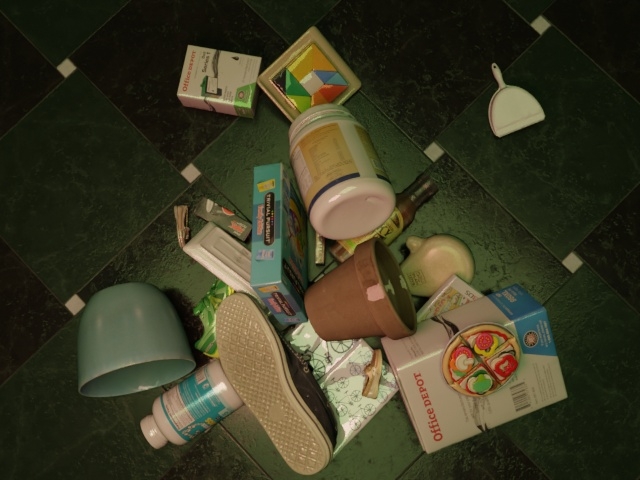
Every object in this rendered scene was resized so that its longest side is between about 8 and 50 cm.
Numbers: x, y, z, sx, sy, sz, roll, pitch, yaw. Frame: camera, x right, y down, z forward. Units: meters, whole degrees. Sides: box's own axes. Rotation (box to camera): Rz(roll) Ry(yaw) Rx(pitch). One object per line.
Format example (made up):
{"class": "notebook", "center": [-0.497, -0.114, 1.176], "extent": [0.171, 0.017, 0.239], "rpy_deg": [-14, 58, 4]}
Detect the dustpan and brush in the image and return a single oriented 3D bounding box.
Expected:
{"class": "dustpan and brush", "center": [0.538, -0.417, 1.788], "extent": [0.147, 0.060, 0.211], "rpy_deg": [-21, 89, 12]}

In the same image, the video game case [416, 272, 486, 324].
{"class": "video game case", "center": [0.350, 0.223, 1.647], "extent": [0.206, 0.026, 0.227], "rpy_deg": [34, 105, -23]}

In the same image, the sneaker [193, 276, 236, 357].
{"class": "sneaker", "center": [-0.287, 0.170, 1.704], "extent": [0.124, 0.109, 0.295], "rpy_deg": [7, 79, 7]}

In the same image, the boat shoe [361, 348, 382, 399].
{"class": "boat shoe", "center": [0.138, 0.357, 1.666], "extent": [0.045, 0.050, 0.135], "rpy_deg": [8, 85, -6]}

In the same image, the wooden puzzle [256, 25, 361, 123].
{"class": "wooden puzzle", "center": [-0.027, -0.451, 1.768], "extent": [0.238, 0.044, 0.221], "rpy_deg": [-45, 107, -5]}

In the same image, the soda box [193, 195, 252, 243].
{"class": "soda box", "center": [-0.272, -0.059, 1.761], "extent": [0.169, 0.053, 0.060], "rpy_deg": [29, 85, 4]}

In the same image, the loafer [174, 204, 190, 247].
{"class": "loafer", "center": [-0.390, -0.042, 1.768], "extent": [0.039, 0.045, 0.125], "rpy_deg": [-9, 80, -6]}

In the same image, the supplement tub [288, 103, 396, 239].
{"class": "supplement tub", "center": [0.046, -0.184, 1.640], "extent": [0.228, 0.228, 0.316], "rpy_deg": [-19, 57, -1]}

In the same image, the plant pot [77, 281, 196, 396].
{"class": "plant pot", "center": [-0.496, 0.250, 1.624], "extent": [0.293, 0.293, 0.235], "rpy_deg": [-18, 68, -1]}

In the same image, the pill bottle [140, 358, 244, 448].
{"class": "pill bottle", "center": [-0.342, 0.444, 1.656], "extent": [0.264, 0.146, 0.146], "rpy_deg": [-33, 83, -2]}

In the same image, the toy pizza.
{"class": "toy pizza", "center": [0.383, 0.287, 1.466], "extent": [0.201, 0.032, 0.201], "rpy_deg": [-3, 109, -8]}

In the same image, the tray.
{"class": "tray", "center": [-0.223, 0.059, 1.671], "extent": [0.270, 0.030, 0.145], "rpy_deg": [38, 41, -2]}

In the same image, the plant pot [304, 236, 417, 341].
{"class": "plant pot", "center": [0.090, 0.151, 1.568], "extent": [0.229, 0.263, 0.263], "rpy_deg": [-23, 83, 16]}

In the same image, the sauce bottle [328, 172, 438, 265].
{"class": "sauce bottle", "center": [0.178, -0.051, 1.720], "extent": [0.344, 0.111, 0.111], "rpy_deg": [-43, 84, -4]}

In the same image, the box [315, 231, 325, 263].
{"class": "box", "center": [0.000, 0.000, 1.726], "extent": [0.027, 0.094, 0.137], "rpy_deg": [1, 83, 1]}

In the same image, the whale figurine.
{"class": "whale figurine", "center": [0.290, 0.084, 1.706], "extent": [0.272, 0.141, 0.216], "rpy_deg": [-24, 93, 22]}

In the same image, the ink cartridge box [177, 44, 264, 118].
{"class": "ink cartridge box", "center": [-0.286, -0.457, 1.789], "extent": [0.220, 0.092, 0.160], "rpy_deg": [10, 83, 2]}

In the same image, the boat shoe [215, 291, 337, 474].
{"class": "boat shoe", "center": [-0.110, 0.358, 1.617], "extent": [0.187, 0.156, 0.500], "rpy_deg": [-33, 87, 25]}

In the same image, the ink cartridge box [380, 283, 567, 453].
{"class": "ink cartridge box", "center": [0.388, 0.326, 1.589], "extent": [0.395, 0.166, 0.285], "rpy_deg": [-22, 112, -1]}

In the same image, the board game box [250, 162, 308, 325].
{"class": "board game box", "center": [-0.099, 0.013, 1.589], "extent": [0.079, 0.253, 0.336], "rpy_deg": [-8, 60, 11]}

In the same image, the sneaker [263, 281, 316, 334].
{"class": "sneaker", "center": [-0.084, 0.191, 1.713], "extent": [0.272, 0.100, 0.108], "rpy_deg": [-24, 96, 3]}

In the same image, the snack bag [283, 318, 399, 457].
{"class": "snack bag", "center": [0.007, 0.381, 1.710], "extent": [0.323, 0.037, 0.342], "rpy_deg": [-44, 84, -3]}
